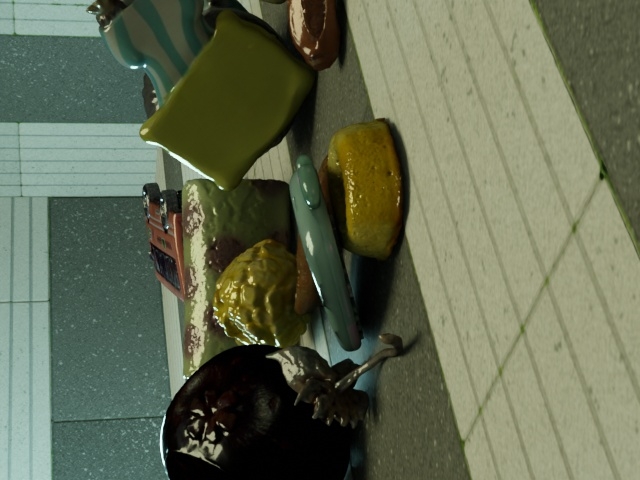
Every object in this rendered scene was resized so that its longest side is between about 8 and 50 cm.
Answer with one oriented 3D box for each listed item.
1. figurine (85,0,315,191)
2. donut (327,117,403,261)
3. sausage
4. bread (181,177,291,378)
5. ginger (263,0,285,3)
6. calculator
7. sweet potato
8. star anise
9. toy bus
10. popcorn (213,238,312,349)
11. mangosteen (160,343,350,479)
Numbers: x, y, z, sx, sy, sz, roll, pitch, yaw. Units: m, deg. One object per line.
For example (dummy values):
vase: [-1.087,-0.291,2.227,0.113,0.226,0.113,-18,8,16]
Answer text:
figurine: [-0.210,-0.302,1.830,0.361,0.266,0.377,51,-178,-24]
donut: [0.047,-0.063,1.358,0.178,0.065,0.162,-110,21,-56]
sausage: [-0.006,-0.396,1.545,0.087,0.079,0.326,17,109,49]
bread: [-0.137,0.068,1.895,0.155,0.187,0.338,159,111,-82]
ginger: [-0.069,-0.480,1.780,0.137,0.074,0.213,-2,76,36]
calculator: [0.006,0.016,1.411,0.298,0.041,0.185,73,-178,-45]
sweet potato: [-0.001,0.001,1.596,0.078,0.058,0.255,-68,-12,-68]
star anise: [0.037,0.134,1.381,0.227,0.148,0.218,-50,-1,29]
toy bus: [-0.218,0.002,2.208,0.427,0.203,0.233,-162,67,-73]
popcorn: [-0.081,0.087,1.738,0.170,0.180,0.180,-129,39,-53]
mangosteen: [-0.080,0.288,1.567,0.233,0.288,0.287,-50,-17,-40]
